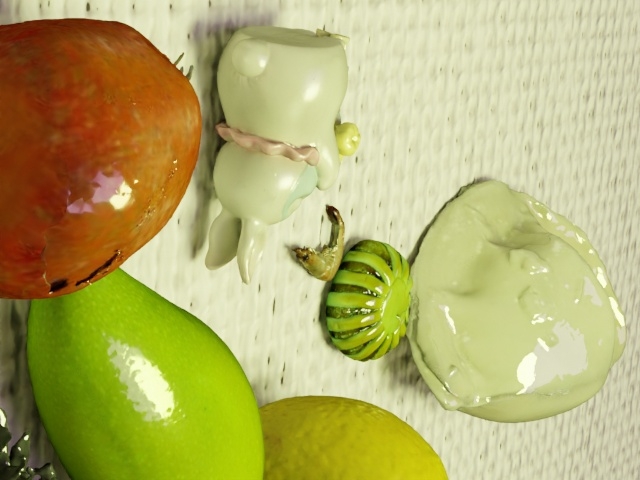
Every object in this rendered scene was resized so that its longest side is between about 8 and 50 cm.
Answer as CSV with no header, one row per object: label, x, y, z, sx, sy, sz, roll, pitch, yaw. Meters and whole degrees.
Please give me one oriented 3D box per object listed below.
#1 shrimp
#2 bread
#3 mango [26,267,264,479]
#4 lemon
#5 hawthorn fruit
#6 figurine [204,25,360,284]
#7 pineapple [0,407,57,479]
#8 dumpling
shrimp,0.000,0.000,1.705,0.114,0.023,0.083,24,79,-64
bread,0.060,0.071,1.786,0.130,0.071,0.139,32,75,-53
mango,-0.156,0.142,1.384,0.192,0.156,0.343,-63,143,-37
lemon,0.003,0.279,1.597,0.267,0.267,0.267,-29,126,-50
hawthorn fruit,-0.184,-0.080,1.201,0.299,0.211,0.211,-32,128,-47
figurine,-0.042,-0.085,1.517,0.155,0.127,0.235,-29,132,-62
pineapple,-0.257,0.265,1.302,0.165,0.165,0.364,-55,135,-30
dumpling,0.236,0.079,1.999,0.395,0.233,0.315,-14,82,-41
